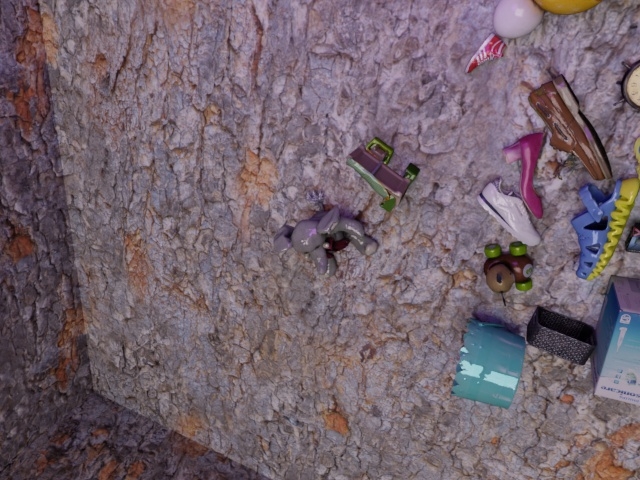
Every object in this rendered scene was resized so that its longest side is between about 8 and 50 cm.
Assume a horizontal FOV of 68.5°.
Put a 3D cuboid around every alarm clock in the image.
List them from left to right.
[{"bbox_3d":[0.841,-0.388,1.159,0.192,0.064,0.129,9,116,24],"label":"alarm clock"}]

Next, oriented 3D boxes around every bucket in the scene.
[{"bbox_3d":[0.551,0.405,1.550,0.183,0.281,0.281,15,118,18],"label":"bucket"}]

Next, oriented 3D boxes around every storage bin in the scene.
[{"bbox_3d":[0.757,0.299,1.484,0.180,0.122,0.084,22,120,15],"label":"storage bin"}]

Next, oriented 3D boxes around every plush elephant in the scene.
[{"bbox_3d":[0.000,0.000,1.620,0.272,0.255,0.330,-23,102,32],"label":"plush elephant"}]

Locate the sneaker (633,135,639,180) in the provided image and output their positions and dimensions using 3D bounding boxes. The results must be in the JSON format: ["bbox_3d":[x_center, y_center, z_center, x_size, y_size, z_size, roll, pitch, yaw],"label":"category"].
[{"bbox_3d":[0.876,-0.158,1.213,0.091,0.126,0.240,-23,101,32],"label":"sneaker"}]

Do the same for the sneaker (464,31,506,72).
[{"bbox_3d":[0.458,-0.503,1.298,0.067,0.042,0.118,40,121,7],"label":"sneaker"}]

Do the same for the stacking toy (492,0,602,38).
[{"bbox_3d":[0.588,-0.642,1.057,0.351,0.350,0.480,53,139,-5],"label":"stacking toy"}]

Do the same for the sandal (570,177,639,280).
[{"bbox_3d":[0.779,-0.038,1.330,0.138,0.126,0.317,21,118,31],"label":"sandal"}]

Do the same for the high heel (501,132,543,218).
[{"bbox_3d":[0.625,-0.185,1.356,0.117,0.082,0.244,-23,96,26],"label":"high heel"}]

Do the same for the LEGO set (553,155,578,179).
[{"bbox_3d":[0.701,-0.212,1.337,0.054,0.023,0.083,51,137,-1],"label":"LEGO set"}]

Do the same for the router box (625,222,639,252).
[{"bbox_3d":[0.920,-0.002,1.294,0.122,0.038,0.092,7,147,23],"label":"router box"}]

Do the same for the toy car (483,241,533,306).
[{"bbox_3d":[0.572,0.113,1.444,0.149,0.188,0.155,-7,110,28],"label":"toy car"}]

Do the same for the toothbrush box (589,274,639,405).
[{"bbox_3d":[0.884,0.284,1.362,0.126,0.216,0.296,11,116,21],"label":"toothbrush box"}]

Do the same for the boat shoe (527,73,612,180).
[{"bbox_3d":[0.673,-0.288,1.268,0.104,0.110,0.307,-29,89,36],"label":"boat shoe"}]

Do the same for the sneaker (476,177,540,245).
[{"bbox_3d":[0.585,-0.082,1.414,0.235,0.090,0.095,43,114,0],"label":"sneaker"}]

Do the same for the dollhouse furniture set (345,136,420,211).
[{"bbox_3d":[0.162,-0.178,1.433,0.197,0.301,0.151,37,121,2],"label":"dollhouse furniture set"}]
